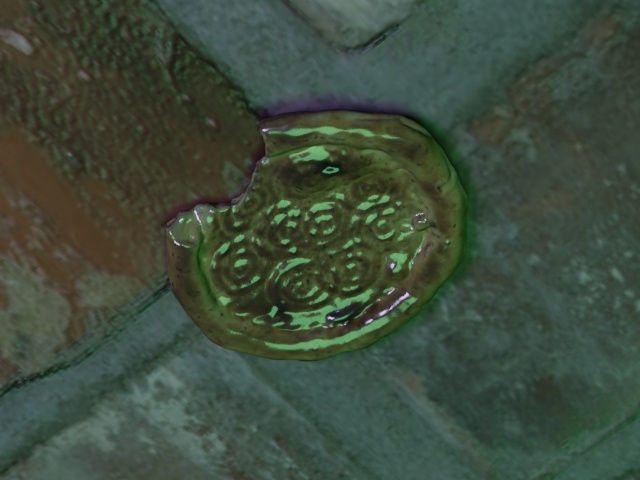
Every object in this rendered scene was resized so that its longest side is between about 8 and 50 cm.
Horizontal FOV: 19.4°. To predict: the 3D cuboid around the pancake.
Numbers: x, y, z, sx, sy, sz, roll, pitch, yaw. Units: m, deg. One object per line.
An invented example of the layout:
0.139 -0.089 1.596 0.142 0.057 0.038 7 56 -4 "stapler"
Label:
0.000 0.000 1.365 0.212 0.029 0.235 25 118 -24 "pancake"
